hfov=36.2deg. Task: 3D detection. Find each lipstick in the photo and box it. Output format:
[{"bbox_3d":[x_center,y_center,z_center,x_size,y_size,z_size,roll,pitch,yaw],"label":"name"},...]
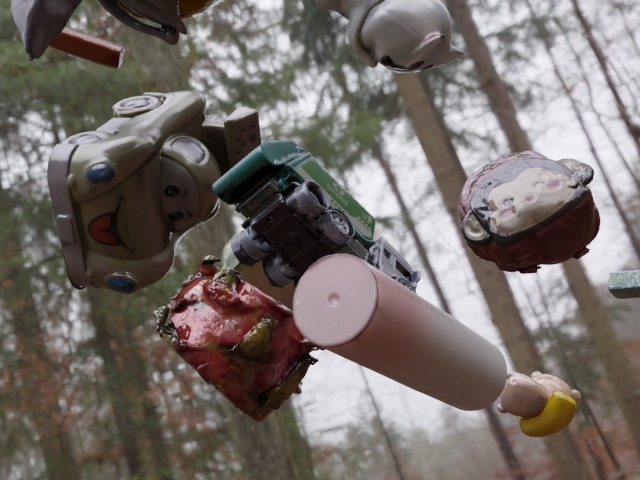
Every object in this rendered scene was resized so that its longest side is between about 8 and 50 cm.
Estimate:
[{"bbox_3d":[0.092,0.102,0.980,0.087,0.087,0.327,-29,-31,20],"label":"lipstick"}]

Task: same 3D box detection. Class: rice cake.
[{"bbox_3d":[0.397,0.048,1.062,0.042,0.030,0.180,33,-23,-34],"label":"rice cake"}]

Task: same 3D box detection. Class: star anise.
[{"bbox_3d":[-0.176,-0.236,0.706,0.236,0.229,0.093,17,-9,-42],"label":"star anise"}]

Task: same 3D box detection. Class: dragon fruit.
[{"bbox_3d":[-0.103,0.120,1.260,0.147,0.211,0.282,-45,-35,-9],"label":"dragon fruit"}]

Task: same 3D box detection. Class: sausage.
[{"bbox_3d":[-0.385,-0.315,1.586,0.131,0.039,0.041,17,-62,-11],"label":"sausage"}]

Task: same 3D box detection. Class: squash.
[{"bbox_3d":[-0.103,0.057,1.736,0.170,0.123,0.170,-13,-55,-19],"label":"squash"}]

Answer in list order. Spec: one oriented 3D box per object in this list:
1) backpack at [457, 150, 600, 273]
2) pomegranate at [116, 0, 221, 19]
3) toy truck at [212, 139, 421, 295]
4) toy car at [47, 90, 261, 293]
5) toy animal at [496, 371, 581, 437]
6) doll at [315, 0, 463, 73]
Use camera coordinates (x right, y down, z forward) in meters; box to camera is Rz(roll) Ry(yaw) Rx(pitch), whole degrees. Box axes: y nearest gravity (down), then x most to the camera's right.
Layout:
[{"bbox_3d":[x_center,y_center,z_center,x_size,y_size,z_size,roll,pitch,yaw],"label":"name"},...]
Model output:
[{"bbox_3d":[0.320,-0.051,1.546,0.229,0.229,0.138,-23,-49,5],"label":"backpack"},{"bbox_3d":[-0.225,-0.483,1.295,0.417,0.416,0.416,-18,-22,-7],"label":"pomegranate"},{"bbox_3d":[0.000,0.000,1.068,0.114,0.124,0.253,-37,-69,28],"label":"toy truck"},{"bbox_3d":[-0.247,-0.082,1.533,0.227,0.242,0.336,5,29,17],"label":"toy car"},{"bbox_3d":[0.310,0.228,1.403,0.082,0.114,0.091,-56,-19,-53],"label":"toy animal"},{"bbox_3d":[0.072,-0.261,1.105,0.107,0.180,0.110,-43,-17,22],"label":"doll"}]
